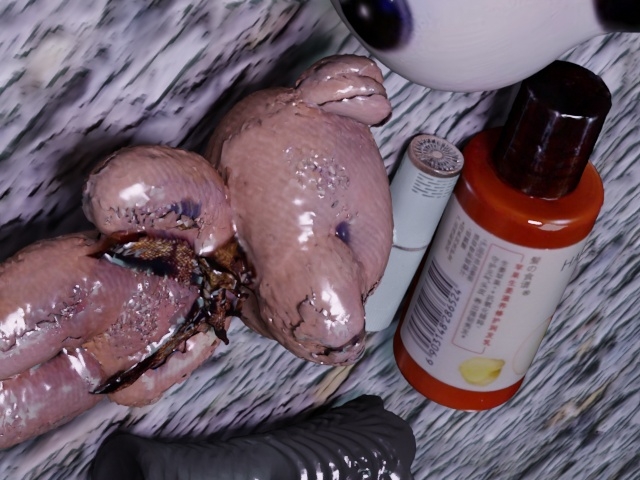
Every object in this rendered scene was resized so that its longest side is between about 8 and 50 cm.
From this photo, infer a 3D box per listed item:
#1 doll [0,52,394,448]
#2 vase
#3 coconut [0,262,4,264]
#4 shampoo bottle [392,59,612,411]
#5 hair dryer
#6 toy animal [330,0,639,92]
[{"bbox_3d":[-0.068,0.036,1.017,0.303,0.156,0.201,-35,150,-27],"label":"doll"},{"bbox_3d":[-0.049,0.171,1.306,0.237,0.115,0.115,2,130,-41],"label":"vase"},{"bbox_3d":[-0.217,0.075,1.033,0.158,0.055,0.133,-59,154,7],"label":"coconut"},{"bbox_3d":[0.133,-0.005,1.261,0.104,0.104,0.278,-18,143,-32],"label":"shampoo bottle"},{"bbox_3d":[-0.004,0.006,1.202,0.183,0.044,0.155,-10,137,-32],"label":"hair dryer"},{"bbox_3d":[0.122,-0.193,0.914,0.266,0.213,0.212,-12,150,9],"label":"toy animal"}]
